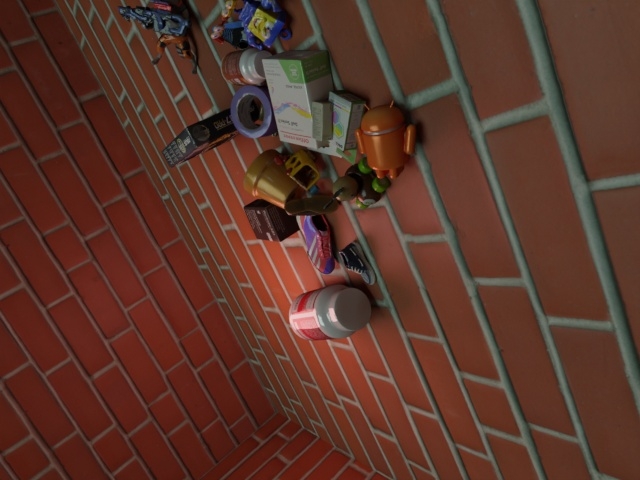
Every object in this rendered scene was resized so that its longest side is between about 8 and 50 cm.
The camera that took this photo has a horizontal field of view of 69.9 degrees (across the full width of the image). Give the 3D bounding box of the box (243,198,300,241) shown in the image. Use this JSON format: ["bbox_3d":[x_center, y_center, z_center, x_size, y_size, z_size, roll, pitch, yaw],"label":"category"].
[{"bbox_3d":[-0.196,-0.108,1.993,0.203,0.167,0.169,7,124,53],"label":"box"}]

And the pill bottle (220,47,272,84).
[{"bbox_3d":[-0.258,-0.622,1.642,0.216,0.121,0.121,18,132,48],"label":"pill bottle"}]

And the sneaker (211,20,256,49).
[{"bbox_3d":[-0.314,-0.738,1.655,0.232,0.081,0.091,19,126,45],"label":"sneaker"}]

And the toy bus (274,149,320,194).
[{"bbox_3d":[-0.067,-0.281,1.701,0.104,0.191,0.202,-41,81,16],"label":"toy bus"}]

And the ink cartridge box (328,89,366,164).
[{"bbox_3d":[0.069,-0.348,1.427,0.109,0.062,0.209,43,137,40],"label":"ink cartridge box"}]

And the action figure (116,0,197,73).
[{"bbox_3d":[-0.656,-0.901,1.921,0.341,0.179,0.330,23,137,8],"label":"action figure"}]

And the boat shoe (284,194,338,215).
[{"bbox_3d":[-0.033,-0.131,1.755,0.073,0.206,0.073,52,-142,-81],"label":"boat shoe"}]

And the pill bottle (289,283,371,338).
[{"bbox_3d":[0.039,0.315,1.989,0.229,0.229,0.407,59,150,-3],"label":"pill bottle"}]

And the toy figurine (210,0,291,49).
[{"bbox_3d":[-0.169,-0.734,1.439,0.217,0.191,0.362,29,140,-20],"label":"toy figurine"}]

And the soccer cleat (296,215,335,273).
[{"bbox_3d":[0.000,0.000,1.878,0.116,0.108,0.319,1,117,51],"label":"soccer cleat"}]

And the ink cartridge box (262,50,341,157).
[{"bbox_3d":[-0.054,-0.434,1.524,0.207,0.119,0.354,23,136,44],"label":"ink cartridge box"}]

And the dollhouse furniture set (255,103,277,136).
[{"bbox_3d":[-0.208,-0.482,1.816,0.081,0.090,0.114,-95,17,-63],"label":"dollhouse furniture set"}]

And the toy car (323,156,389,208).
[{"bbox_3d":[0.098,-0.158,1.493,0.149,0.188,0.155,54,150,6],"label":"toy car"}]

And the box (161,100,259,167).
[{"bbox_3d":[-0.467,-0.444,1.924,0.394,0.318,0.097,-8,111,57],"label":"box"}]

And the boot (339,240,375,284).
[{"bbox_3d":[0.140,0.103,1.781,0.069,0.086,0.190,-14,106,59],"label":"boot"}]

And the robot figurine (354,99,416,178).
[{"bbox_3d":[0.187,-0.288,1.305,0.158,0.128,0.220,-131,22,-59],"label":"robot figurine"}]

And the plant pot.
[{"bbox_3d":[-0.168,-0.226,1.815,0.188,0.205,0.205,38,146,19],"label":"plant pot"}]

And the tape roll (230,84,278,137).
[{"bbox_3d":[-0.239,-0.482,1.716,0.188,0.080,0.189,10,112,27],"label":"tape roll"}]

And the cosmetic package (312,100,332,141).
[{"bbox_3d":[0.005,-0.371,1.417,0.060,0.041,0.115,34,130,48],"label":"cosmetic package"}]
